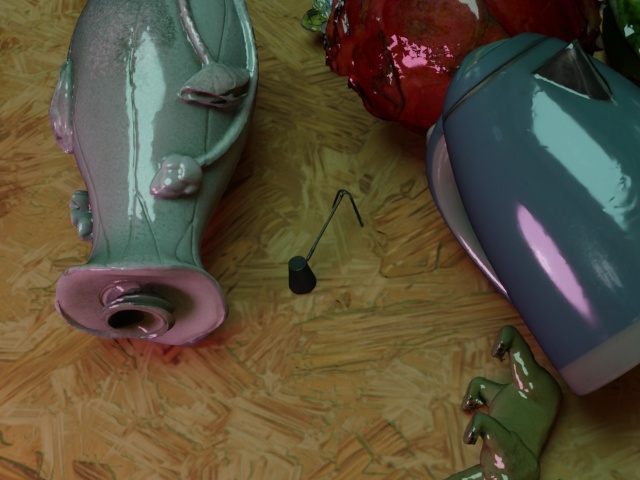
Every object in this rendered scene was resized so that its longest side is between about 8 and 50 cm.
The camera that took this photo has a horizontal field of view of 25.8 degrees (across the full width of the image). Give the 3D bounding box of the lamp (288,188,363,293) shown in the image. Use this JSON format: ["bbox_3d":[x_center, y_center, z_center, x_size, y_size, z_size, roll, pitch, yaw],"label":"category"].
[{"bbox_3d":[-0.001,0.001,1.592,0.041,0.054,0.121,23,62,25],"label":"lamp"}]

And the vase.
[{"bbox_3d":[-0.188,-0.101,1.598,0.250,0.250,0.445,-4,59,9],"label":"vase"}]

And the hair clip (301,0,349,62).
[{"bbox_3d":[0.040,-0.292,1.810,0.116,0.049,0.172,14,49,5],"label":"hair clip"}]

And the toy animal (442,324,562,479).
[{"bbox_3d":[0.187,0.204,1.394,0.101,0.103,0.218,24,55,-1],"label":"toy animal"}]

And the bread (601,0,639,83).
[{"bbox_3d":[0.525,-0.287,1.649,0.382,0.129,0.366,-6,52,6],"label":"bread"}]

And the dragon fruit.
[{"bbox_3d":[0.164,-0.245,1.600,0.302,0.295,0.295,30,64,16],"label":"dragon fruit"}]

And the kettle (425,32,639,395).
[{"bbox_3d":[0.238,-0.036,1.409,0.247,0.319,0.342,-31,80,-35],"label":"kettle"}]

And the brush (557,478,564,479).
[{"bbox_3d":[0.299,0.285,1.336,0.030,0.033,0.178,-36,55,-22],"label":"brush"}]
